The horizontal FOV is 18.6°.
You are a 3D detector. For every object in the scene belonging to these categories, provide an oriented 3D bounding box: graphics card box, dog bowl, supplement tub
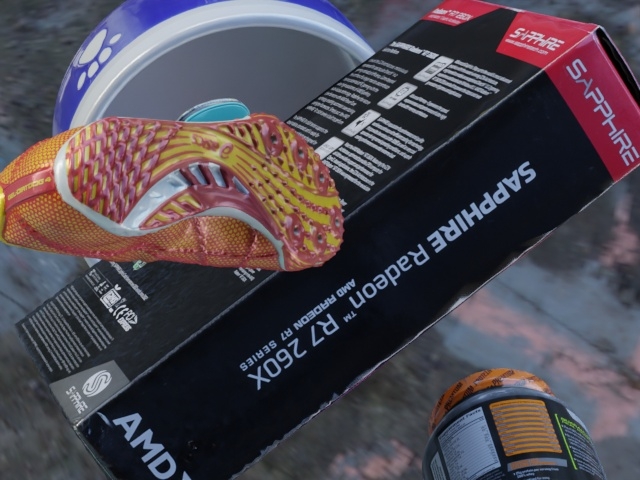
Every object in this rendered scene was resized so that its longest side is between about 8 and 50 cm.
[{"bbox_3d":[0.000,0.000,1.178,0.371,0.233,0.094,-37,110,-8],"label":"graphics card box"},{"bbox_3d":[-0.067,-0.067,1.474,0.265,0.104,0.265,-7,120,-13],"label":"dog bowl"},{"bbox_3d":[0.130,0.174,1.248,0.117,0.190,0.117,-4,124,-6],"label":"supplement tub"}]

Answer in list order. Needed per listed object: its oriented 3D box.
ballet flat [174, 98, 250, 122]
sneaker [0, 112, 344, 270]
[{"bbox_3d":[-0.100,-0.064,1.330,0.114,0.041,0.041,-37,104,-29],"label":"ballet flat"},{"bbox_3d":[-0.056,-0.019,0.779,0.175,0.067,0.064,11,70,-48],"label":"sneaker"}]
